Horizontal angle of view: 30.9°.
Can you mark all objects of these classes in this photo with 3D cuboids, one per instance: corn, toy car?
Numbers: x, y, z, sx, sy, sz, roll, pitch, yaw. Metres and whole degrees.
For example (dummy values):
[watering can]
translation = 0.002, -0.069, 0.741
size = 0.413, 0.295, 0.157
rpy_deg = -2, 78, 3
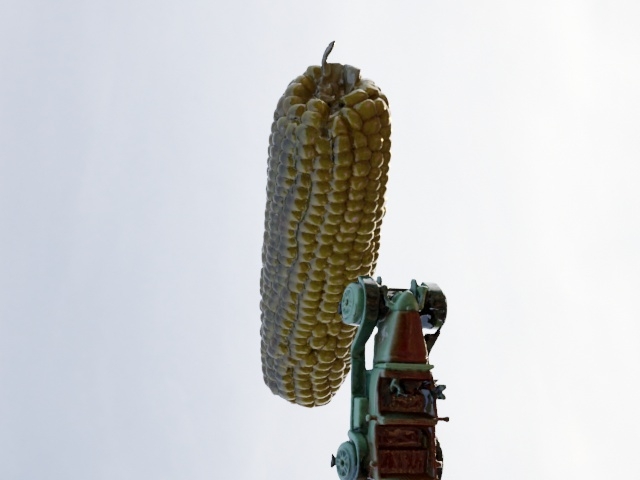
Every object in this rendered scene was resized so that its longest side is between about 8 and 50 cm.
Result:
[corn]
translation = 0.000, 0.000, 0.921
size = 0.101, 0.101, 0.310
rpy_deg = -34, -43, -52
[toy car]
translation = 0.050, 0.095, 0.762
size = 0.073, 0.054, 0.143
rpy_deg = 5, -97, -18
